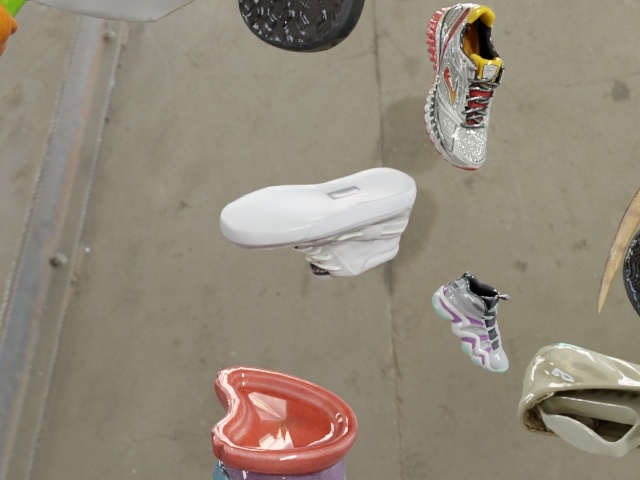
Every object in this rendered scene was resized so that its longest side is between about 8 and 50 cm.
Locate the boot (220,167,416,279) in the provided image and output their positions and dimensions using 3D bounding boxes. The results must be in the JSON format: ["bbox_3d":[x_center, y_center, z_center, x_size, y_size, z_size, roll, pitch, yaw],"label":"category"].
[{"bbox_3d":[0.000,0.000,1.054,0.258,0.123,0.095,-13,38,-29],"label":"boot"}]

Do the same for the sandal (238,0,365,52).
[{"bbox_3d":[0.007,-0.156,0.312,0.067,0.040,0.179,20,111,28],"label":"sandal"}]

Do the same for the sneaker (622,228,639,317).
[{"bbox_3d":[0.339,0.072,0.581,0.281,0.162,0.106,25,91,26],"label":"sneaker"}]

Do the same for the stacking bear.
[{"bbox_3d":[-0.062,0.318,1.031,0.164,0.289,0.175,9,22,-8],"label":"stacking bear"}]

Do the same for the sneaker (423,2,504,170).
[{"bbox_3d":[0.193,-0.205,1.191,0.093,0.088,0.225,-2,93,58],"label":"sneaker"}]

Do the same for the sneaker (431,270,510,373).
[{"bbox_3d":[0.154,0.072,0.825,0.069,0.098,0.038,-43,-4,41],"label":"sneaker"}]

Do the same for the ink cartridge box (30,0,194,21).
[{"bbox_3d":[-0.076,-0.235,0.528,0.308,0.091,0.385,-37,10,40],"label":"ink cartridge box"}]

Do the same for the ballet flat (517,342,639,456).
[{"bbox_3d":[0.256,0.137,0.666,0.248,0.086,0.086,4,58,44],"label":"ballet flat"}]

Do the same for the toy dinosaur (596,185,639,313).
[{"bbox_3d":[0.167,-0.075,0.328,0.112,0.211,0.064,-25,64,-34],"label":"toy dinosaur"}]

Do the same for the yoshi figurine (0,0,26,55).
[{"bbox_3d":[-0.328,-0.384,0.952,0.203,0.203,0.362,8,65,38],"label":"yoshi figurine"}]
